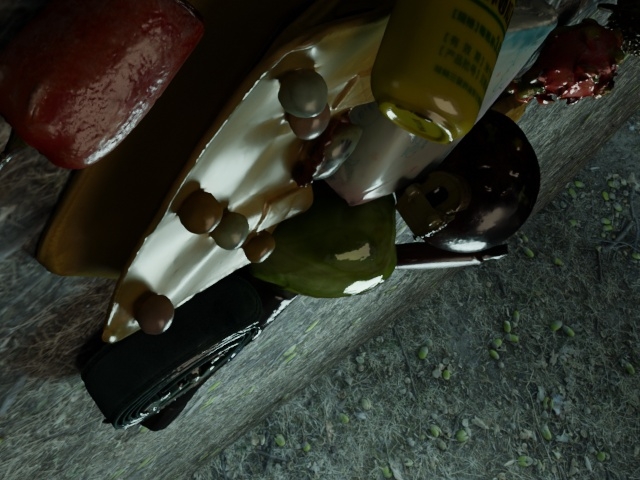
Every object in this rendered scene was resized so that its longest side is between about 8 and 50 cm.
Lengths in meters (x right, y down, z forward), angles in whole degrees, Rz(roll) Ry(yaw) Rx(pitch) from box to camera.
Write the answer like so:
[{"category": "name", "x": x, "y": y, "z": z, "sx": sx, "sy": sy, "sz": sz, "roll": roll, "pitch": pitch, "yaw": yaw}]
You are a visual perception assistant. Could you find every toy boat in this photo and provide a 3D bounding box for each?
[{"category": "toy boat", "x": 0.153, "y": -0.049, "z": 0.953, "sx": 0.088, "sy": 0.068, "sz": 0.226, "roll": -38, "pitch": 172, "yaw": 16}]

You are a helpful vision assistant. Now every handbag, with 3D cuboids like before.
[{"category": "handbag", "x": -0.061, "y": -0.086, "z": 0.680, "sx": 0.283, "sy": 0.133, "sz": 0.401, "roll": -30, "pitch": 163, "yaw": -53}]

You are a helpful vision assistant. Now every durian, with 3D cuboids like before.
[{"category": "durian", "x": 0.574, "y": -0.403, "z": 1.260, "sx": 0.196, "sy": 0.196, "sz": 0.167, "roll": -45, "pitch": 154, "yaw": 19}]

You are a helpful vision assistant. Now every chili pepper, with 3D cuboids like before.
[{"category": "chili pepper", "x": -0.161, "y": -0.090, "z": 0.466, "sx": 0.192, "sy": 0.086, "sz": 0.084, "roll": -50, "pitch": -166, "yaw": 1}]

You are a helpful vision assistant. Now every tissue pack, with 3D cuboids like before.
[{"category": "tissue pack", "x": 0.118, "y": -0.179, "z": 0.840, "sx": 0.201, "sy": 0.124, "sz": 0.271, "roll": -20, "pitch": 157, "yaw": -44}]

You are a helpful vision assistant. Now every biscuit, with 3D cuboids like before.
[{"category": "biscuit", "x": 0.313, "y": -0.203, "z": 1.423, "sx": 0.239, "sy": 0.041, "sz": 0.212, "roll": -46, "pitch": 170, "yaw": 22}]

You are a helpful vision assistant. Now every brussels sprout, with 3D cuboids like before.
[{"category": "brussels sprout", "x": 0.000, "y": 0.000, "z": 0.961, "sx": 0.223, "sy": 0.161, "sz": 0.223, "roll": -16, "pitch": 171, "yaw": -3}]

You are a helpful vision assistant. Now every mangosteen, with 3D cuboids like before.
[{"category": "mangosteen", "x": 0.225, "y": -0.093, "z": 1.198, "sx": 0.231, "sy": 0.231, "sz": 0.289, "roll": -39, "pitch": -179, "yaw": -6}]

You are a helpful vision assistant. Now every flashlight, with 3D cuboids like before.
[{"category": "flashlight", "x": -0.185, "y": 0.177, "z": 1.208, "sx": 0.424, "sy": 0.103, "sz": 0.103, "roll": -47, "pitch": 164, "yaw": 32}]

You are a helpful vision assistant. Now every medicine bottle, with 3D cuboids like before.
[{"category": "medicine bottle", "x": 0.121, "y": -0.229, "z": 0.559, "sx": 0.111, "sy": 0.076, "sz": 0.309, "roll": 25, "pitch": 83, "yaw": -54}]

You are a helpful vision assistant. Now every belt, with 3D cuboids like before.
[{"category": "belt", "x": -0.199, "y": 0.146, "z": 1.016, "sx": 0.267, "sy": 0.116, "sz": 0.206, "roll": -37, "pitch": 169, "yaw": -4}]

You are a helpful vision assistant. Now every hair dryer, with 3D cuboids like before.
[{"category": "hair dryer", "x": 0.176, "y": 0.013, "z": 1.290, "sx": 0.340, "sy": 0.123, "sz": 0.312, "roll": -4, "pitch": 164, "yaw": -2}]

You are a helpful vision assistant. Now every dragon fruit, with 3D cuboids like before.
[{"category": "dragon fruit", "x": 0.414, "y": -0.291, "z": 1.254, "sx": 0.207, "sy": 0.133, "sz": 0.150, "roll": -17, "pitch": 139, "yaw": 30}]
